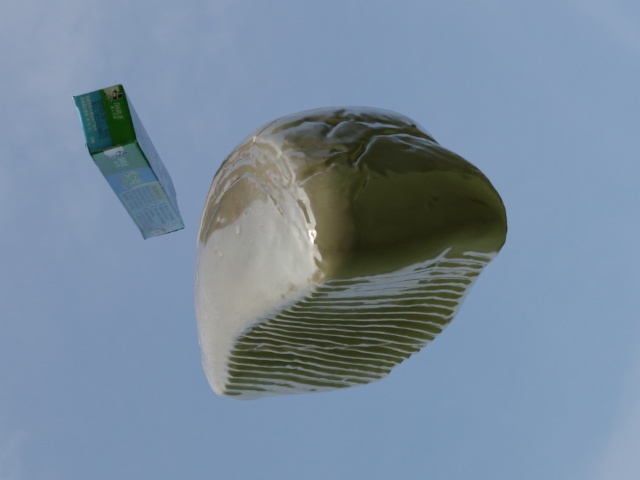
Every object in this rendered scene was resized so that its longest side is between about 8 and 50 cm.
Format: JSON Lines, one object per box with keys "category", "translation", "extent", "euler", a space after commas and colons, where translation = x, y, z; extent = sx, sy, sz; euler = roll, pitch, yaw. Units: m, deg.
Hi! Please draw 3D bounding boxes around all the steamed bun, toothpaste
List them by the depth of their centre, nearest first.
{"category": "steamed bun", "translation": [0.000, -0.005, 1.129], "extent": [0.247, 0.383, 0.236], "euler": [-5, -116, -22]}
{"category": "toothpaste", "translation": [-0.189, -0.071, 1.160], "extent": [0.050, 0.267, 0.065], "euler": [-15, -107, -1]}
